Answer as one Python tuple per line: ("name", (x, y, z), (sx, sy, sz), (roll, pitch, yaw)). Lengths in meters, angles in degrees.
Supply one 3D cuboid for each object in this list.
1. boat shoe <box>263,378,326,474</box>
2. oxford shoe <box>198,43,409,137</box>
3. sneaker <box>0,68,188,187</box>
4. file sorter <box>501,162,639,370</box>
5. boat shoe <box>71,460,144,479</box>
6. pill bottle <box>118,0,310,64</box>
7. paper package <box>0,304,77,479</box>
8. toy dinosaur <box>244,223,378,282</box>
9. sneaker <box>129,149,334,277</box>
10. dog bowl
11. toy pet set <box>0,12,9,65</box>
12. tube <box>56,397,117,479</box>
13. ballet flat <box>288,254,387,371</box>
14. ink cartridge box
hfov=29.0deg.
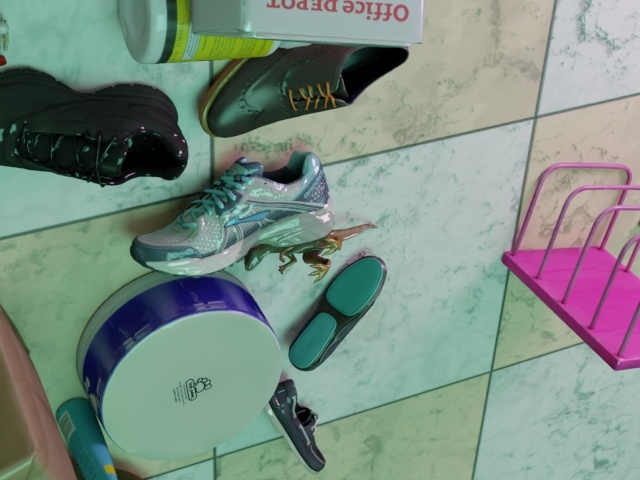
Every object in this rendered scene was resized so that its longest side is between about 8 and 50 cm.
("boat shoe", (-0.028, 0.286, 1.896), (0.065, 0.075, 0.206), (-32, 130, -1))
("oxford shoe", (-0.020, -0.196, 1.504), (0.271, 0.098, 0.097), (-31, 134, -7))
("sneaker", (-0.278, -0.118, 1.389), (0.286, 0.130, 0.109), (-4, 128, -27))
("file sorter", (0.453, 0.028, 1.836), (0.202, 0.290, 0.182), (-2, 122, -30))
("boat shoe", (-0.347, 0.381, 1.766), (0.110, 0.121, 0.341), (-17, 142, 33))
("pill bottle", (-0.110, -0.261, 1.383), (0.209, 0.119, 0.119), (-8, 128, -26))
("paper package", (-0.462, 0.258, 1.437), (0.310, 0.325, 0.168), (-27, 133, -9))
("toy dinosaur", (0.000, 0.000, 1.684), (0.212, 0.112, 0.064), (-11, 119, -16))
("sneaker", (-0.117, -0.044, 1.580), (0.283, 0.110, 0.122), (-19, 120, -27))
("dog bowl", (-0.189, 0.169, 1.684), (0.265, 0.104, 0.264), (-17, 131, -20))
("toy pet set", (-0.386, -0.236, 1.295), (0.122, 0.065, 0.114), (-4, 161, -25))
("tube", (-0.299, 0.297, 1.646), (0.052, 0.207, 0.080), (-16, 132, -19))
("ballet flat", (0.029, 0.106, 1.801), (0.074, 0.074, 0.203), (33, 97, -43))
("ink cartridge box", (-0.009, -0.359, 1.282), (0.226, 0.131, 0.306), (-1, 99, -31))
